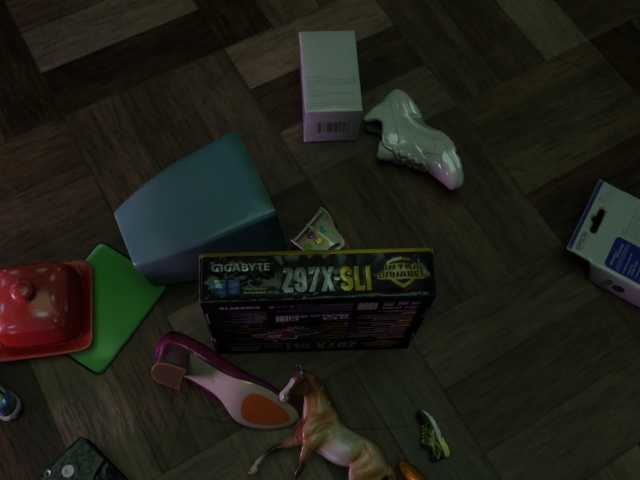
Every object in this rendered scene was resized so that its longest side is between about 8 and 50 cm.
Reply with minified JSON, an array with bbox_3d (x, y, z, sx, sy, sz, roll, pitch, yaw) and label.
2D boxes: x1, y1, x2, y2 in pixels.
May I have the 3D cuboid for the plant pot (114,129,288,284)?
[{"bbox_3d":[-0.200,-0.034,1.137,0.234,0.165,0.166,-24,70,-6],"label":"plant pot"}]

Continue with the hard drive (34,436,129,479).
[{"bbox_3d":[-0.375,0.478,0.953,0.237,0.064,0.339,39,69,13],"label":"hard drive"}]

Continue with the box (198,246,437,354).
[{"bbox_3d":[-0.008,0.097,1.033,0.321,0.257,0.079,-2,67,-3],"label":"box"}]

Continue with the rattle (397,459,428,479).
[{"bbox_3d":[0.141,0.445,0.997,0.142,0.130,0.200,17,97,23],"label":"rattle"}]

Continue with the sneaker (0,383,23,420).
[{"bbox_3d":[-0.519,0.223,1.060,0.135,0.058,0.052,26,68,9],"label":"sneaker"}]

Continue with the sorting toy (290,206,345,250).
[{"bbox_3d":[0.000,0.000,1.195,0.075,0.045,0.083,40,70,6],"label":"sorting toy"}]

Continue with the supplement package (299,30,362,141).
[{"bbox_3d":[0.016,-0.285,1.282,0.105,0.105,0.179,-2,67,-3],"label":"supplement package"}]

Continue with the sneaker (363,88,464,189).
[{"bbox_3d":[0.163,-0.163,1.257,0.115,0.090,0.232,-34,63,-9],"label":"sneaker"}]

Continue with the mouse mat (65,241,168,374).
[{"bbox_3d":[-0.364,0.108,1.146,0.152,0.007,0.190,31,70,10],"label":"mouse mat"}]

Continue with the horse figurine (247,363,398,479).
[{"bbox_3d":[0.022,0.330,1.027,0.263,0.066,0.174,35,76,7],"label":"horse figurine"}]

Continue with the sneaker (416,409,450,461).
[{"bbox_3d":[0.168,0.303,1.074,0.035,0.031,0.083,-25,70,-12],"label":"sneaker"}]

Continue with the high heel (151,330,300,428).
[{"bbox_3d":[-0.144,0.215,1.092,0.244,0.117,0.082,19,111,-8],"label":"high heel"}]

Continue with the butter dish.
[{"bbox_3d":[-0.447,0.093,1.081,0.160,0.118,0.160,-7,66,-5],"label":"butter dish"}]

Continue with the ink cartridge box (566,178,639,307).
[{"bbox_3d":[0.591,0.044,1.191,0.332,0.065,0.165,31,69,9],"label":"ink cartridge box"}]
